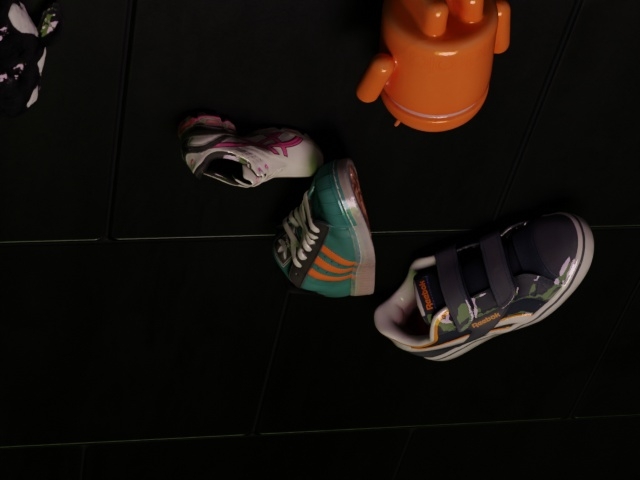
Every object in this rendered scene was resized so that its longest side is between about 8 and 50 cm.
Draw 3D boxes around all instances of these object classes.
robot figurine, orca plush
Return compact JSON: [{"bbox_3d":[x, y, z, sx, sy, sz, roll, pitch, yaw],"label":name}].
[{"bbox_3d":[0.123,-0.204,1.927,0.128,0.158,0.219,21,147,14],"label":"robot figurine"},{"bbox_3d":[-0.332,-0.208,1.823,0.151,0.102,0.287,0,143,-15],"label":"orca plush"}]

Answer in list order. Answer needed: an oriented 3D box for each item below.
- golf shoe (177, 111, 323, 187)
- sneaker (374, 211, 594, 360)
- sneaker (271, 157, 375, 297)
[{"bbox_3d":[-0.078,-0.089,2.071,0.186,0.086,0.067,7,140,-28],"label":"golf shoe"},{"bbox_3d":[0.206,0.062,2.319,0.127,0.126,0.321,16,139,-40],"label":"sneaker"},{"bbox_3d":[0.000,0.000,2.174,0.121,0.108,0.302,-11,154,-2],"label":"sneaker"}]
